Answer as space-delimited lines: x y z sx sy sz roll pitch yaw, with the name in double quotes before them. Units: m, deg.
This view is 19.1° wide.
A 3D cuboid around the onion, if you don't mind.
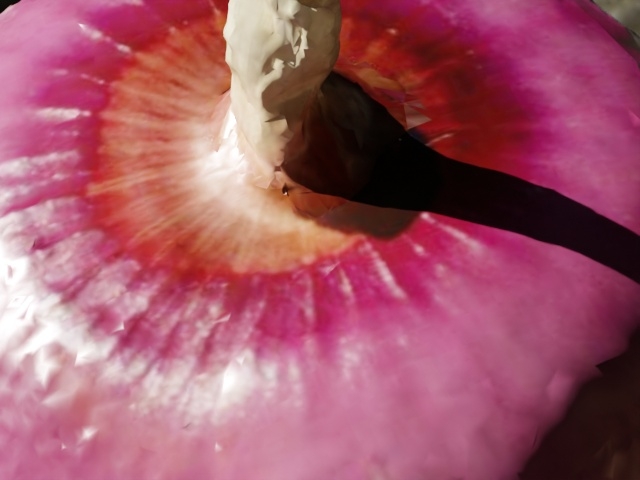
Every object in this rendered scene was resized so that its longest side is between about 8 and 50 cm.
"onion" 0.009 0.018 0.702 0.345 0.358 0.358 -57 -6 37
